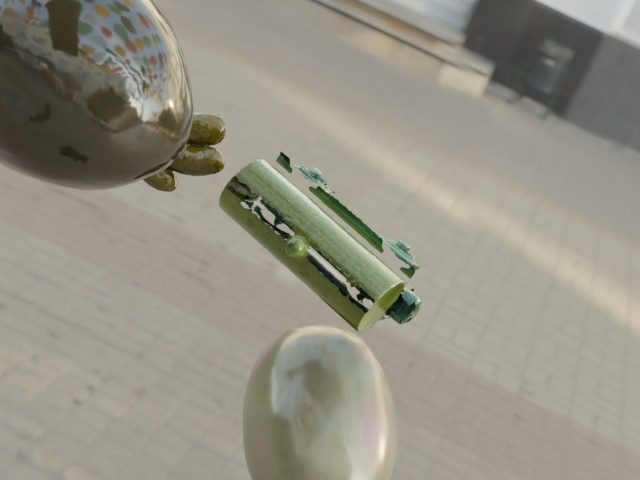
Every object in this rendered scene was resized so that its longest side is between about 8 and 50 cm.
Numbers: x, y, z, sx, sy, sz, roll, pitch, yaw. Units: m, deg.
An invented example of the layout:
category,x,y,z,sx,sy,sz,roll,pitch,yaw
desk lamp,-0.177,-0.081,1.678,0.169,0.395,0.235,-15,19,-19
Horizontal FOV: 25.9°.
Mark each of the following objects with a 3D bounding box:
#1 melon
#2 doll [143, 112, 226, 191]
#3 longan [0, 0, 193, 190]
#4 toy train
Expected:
category,x,y,z,sx,sy,sz,roll,pitch,yaw
melon,-0.001,0.263,1.979,0.223,0.223,0.317,18,47,-25
doll,-0.231,-0.131,1.868,0.209,0.137,0.097,-3,7,11
longan,-0.229,-0.155,1.298,0.248,0.248,0.248,23,15,-7
toy train,0.005,-0.006,1.806,0.307,0.126,0.189,42,2,16
